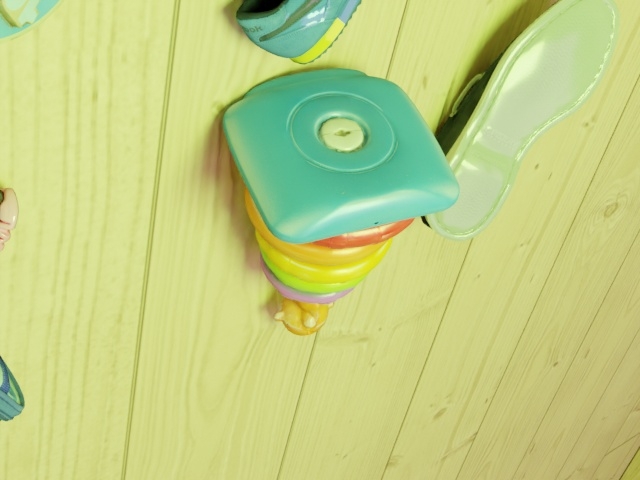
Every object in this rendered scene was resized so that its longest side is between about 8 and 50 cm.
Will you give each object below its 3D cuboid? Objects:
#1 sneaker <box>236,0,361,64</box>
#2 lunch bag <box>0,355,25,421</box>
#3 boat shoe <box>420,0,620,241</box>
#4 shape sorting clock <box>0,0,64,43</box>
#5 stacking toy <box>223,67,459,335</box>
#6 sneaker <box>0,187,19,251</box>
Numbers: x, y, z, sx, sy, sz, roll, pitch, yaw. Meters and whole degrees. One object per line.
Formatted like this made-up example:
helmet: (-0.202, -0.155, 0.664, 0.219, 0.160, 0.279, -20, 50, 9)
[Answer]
sneaker: (0.011, -0.236, 0.651, 0.082, 0.069, 0.209, 22, 107, -50)
lunch bag: (-0.268, 0.026, 0.476, 0.090, 0.219, 0.176, -40, 148, -10)
boat shoe: (0.199, -0.143, 0.926, 0.114, 0.091, 0.302, 35, 99, -22)
shape sorting clock: (-0.176, -0.205, 0.449, 0.206, 0.040, 0.206, -51, 154, -38)
stacking toy: (0.000, 0.000, 0.817, 0.175, 0.166, 0.302, -14, 146, -18)
sneaker: (-0.266, 0.009, 0.623, 0.057, 0.047, 0.119, 16, 109, -36)
